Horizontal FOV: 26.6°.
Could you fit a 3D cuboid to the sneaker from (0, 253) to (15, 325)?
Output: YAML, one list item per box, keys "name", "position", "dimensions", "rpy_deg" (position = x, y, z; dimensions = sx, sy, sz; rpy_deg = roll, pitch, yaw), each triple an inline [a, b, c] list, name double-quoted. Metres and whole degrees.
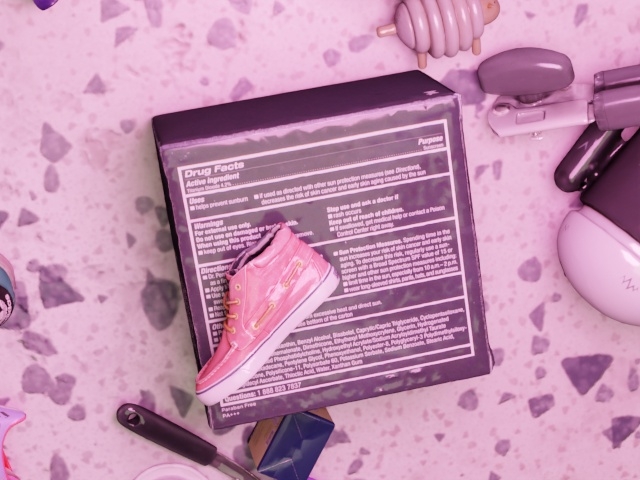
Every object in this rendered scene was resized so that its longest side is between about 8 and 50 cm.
- name: "sneaker"
  position: [-0.454, 0.036, 1.337]
  dimensions: [0.302, 0.121, 0.108]
  rpy_deg: [7, 103, -13]

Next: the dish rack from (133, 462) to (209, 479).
- name: "dish rack"
  position: [-0.152, 0.444, 1.539]
  dimensions: [0.285, 0.072, 0.333]
  rpy_deg: [-44, 108, 4]

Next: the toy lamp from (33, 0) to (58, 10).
- name: "toy lamp"
  position: [-0.153, -0.298, 1.299]
  dimensions: [0.274, 0.080, 0.080]
  rpy_deg: [-17, 108, 5]

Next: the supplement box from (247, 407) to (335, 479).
- name: "supplement box"
  position: [-0.033, 0.212, 1.488]
  dimensions: [0.056, 0.083, 0.083]
  rpy_deg: [25, 99, -17]

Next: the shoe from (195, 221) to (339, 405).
- name: "shoe"
  position: [-0.070, 0.067, 1.267]
  dimensions: [0.178, 0.063, 0.081]
  rpy_deg: [-45, 106, 0]

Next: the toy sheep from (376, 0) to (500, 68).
- name: "toy sheep"
  position: [0.122, -0.226, 1.397]
  dimensions: [0.132, 0.091, 0.091]
  rpy_deg: [-18, 108, -7]

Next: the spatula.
- name: "spatula"
  position: [-0.102, 0.257, 1.515]
  dimensions: [0.296, 0.030, 0.084]
  rpy_deg: [32, 98, -18]

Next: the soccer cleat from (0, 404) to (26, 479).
- name: "soccer cleat"
  position: [-0.366, 0.292, 1.451]
  dimensions: [0.095, 0.083, 0.248]
  rpy_deg: [1, 103, -16]

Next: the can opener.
- name: "can opener"
  position: [0.303, -0.158, 1.401]
  dimensions: [0.280, 0.074, 0.093]
  rpy_deg: [-5, 131, 17]

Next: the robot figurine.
- name: "robot figurine"
  position: [0.381, -0.037, 1.457]
  dimensions: [0.278, 0.209, 0.173]
  rpy_deg: [-50, 136, 4]

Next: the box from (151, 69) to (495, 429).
- name: "box"
  position: [0.000, 0.000, 1.383]
  dimensions: [0.296, 0.183, 0.294]
  rpy_deg: [-10, 108, -7]
